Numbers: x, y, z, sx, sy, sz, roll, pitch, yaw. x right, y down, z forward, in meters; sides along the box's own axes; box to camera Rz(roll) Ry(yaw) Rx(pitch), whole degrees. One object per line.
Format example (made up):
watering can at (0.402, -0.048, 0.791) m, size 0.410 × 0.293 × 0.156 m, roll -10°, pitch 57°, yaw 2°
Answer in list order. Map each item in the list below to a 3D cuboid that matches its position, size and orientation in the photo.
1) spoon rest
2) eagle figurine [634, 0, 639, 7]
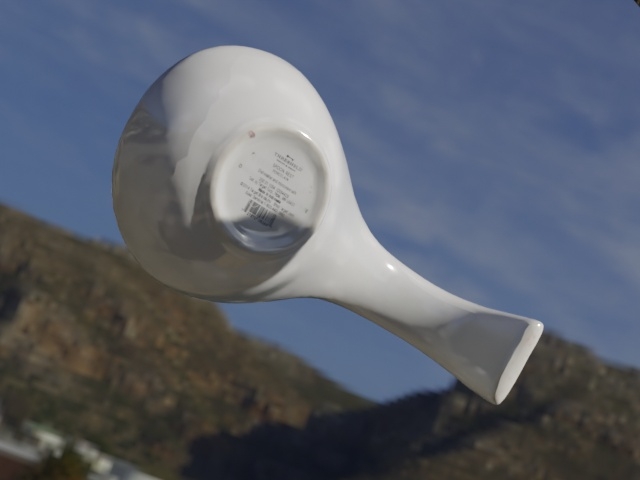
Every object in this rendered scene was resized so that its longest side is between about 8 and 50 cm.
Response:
spoon rest at (0.000, 0.000, 1.013) m, size 0.276 × 0.137 × 0.084 m, roll 36°, pitch -9°, yaw -29°
eagle figurine at (-0.041, -0.191, 0.442) m, size 0.226 × 0.298 × 0.225 m, roll -5°, pitch -9°, yaw 18°
